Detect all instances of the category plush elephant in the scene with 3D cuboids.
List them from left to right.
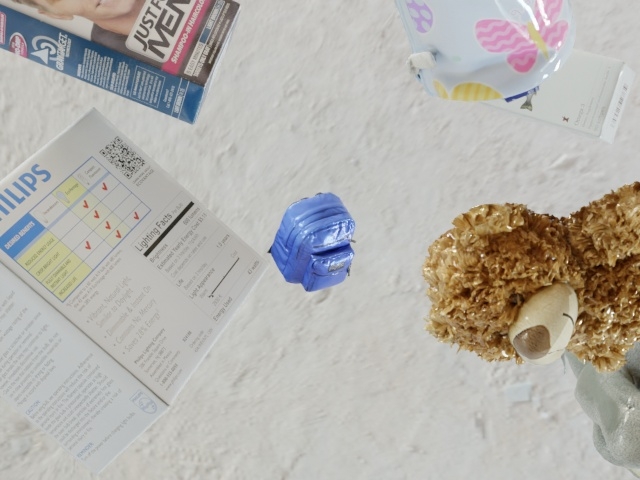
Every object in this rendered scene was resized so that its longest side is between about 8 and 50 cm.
[{"bbox_3d":[0.420,0.147,1.252,0.255,0.330,0.272,21,81,-11],"label":"plush elephant"}]

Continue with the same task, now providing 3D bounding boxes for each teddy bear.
[{"bbox_3d":[0.252,0.036,0.871,0.337,0.245,0.113,4,64,-33],"label":"teddy bear"}]

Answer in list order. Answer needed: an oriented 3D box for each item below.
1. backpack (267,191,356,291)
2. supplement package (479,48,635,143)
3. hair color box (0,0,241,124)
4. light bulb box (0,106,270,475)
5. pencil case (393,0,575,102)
[{"bbox_3d":[0.000,0.000,1.454,0.098,0.120,0.101,-21,58,-29],"label":"backpack"},{"bbox_3d":[0.314,-0.206,1.467,0.179,0.105,0.105,19,98,23],"label":"supplement package"},{"bbox_3d":[-0.309,-0.322,1.591,0.347,0.105,0.174,21,58,-5],"label":"hair color box"},{"bbox_3d":[-0.323,0.063,1.557,0.361,0.225,0.358,42,37,-6],"label":"light bulb box"},{"bbox_3d":[0.076,-0.212,0.715,0.124,0.273,0.114,-19,47,16],"label":"pencil case"}]
